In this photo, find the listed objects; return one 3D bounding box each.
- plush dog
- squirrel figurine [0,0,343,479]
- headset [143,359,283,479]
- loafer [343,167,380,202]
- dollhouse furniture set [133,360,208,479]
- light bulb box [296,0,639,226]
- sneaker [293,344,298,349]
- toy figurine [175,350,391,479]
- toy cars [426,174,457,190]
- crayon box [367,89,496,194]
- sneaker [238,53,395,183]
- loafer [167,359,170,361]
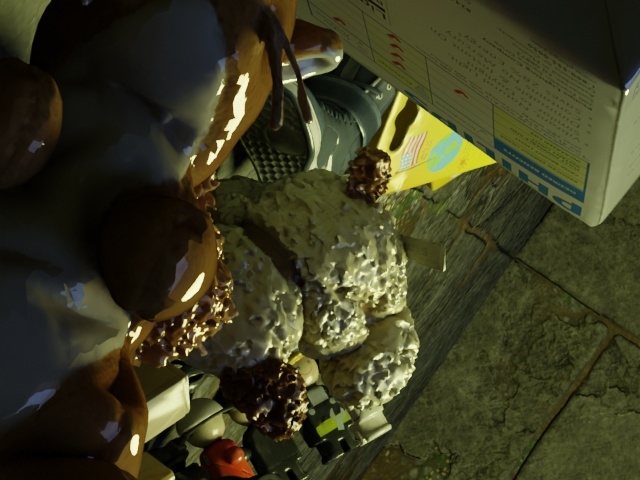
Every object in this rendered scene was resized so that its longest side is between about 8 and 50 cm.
[{"bbox_3d":[-0.043,0.035,1.497,0.225,0.262,0.211,-34,162,-36],"label":"plush dog"},{"bbox_3d":[-0.156,-0.025,1.068,0.370,0.281,0.397,-63,-177,-14],"label":"squirrel figurine"},{"bbox_3d":[-0.141,0.302,1.908,0.185,0.243,0.394,-19,123,-64],"label":"headset"},{"bbox_3d":[0.000,0.000,1.931,0.251,0.087,0.094,-59,166,18],"label":"loafer"},{"bbox_3d":[-0.199,0.220,1.517,0.161,0.212,0.242,-33,138,-34],"label":"dollhouse furniture set"},{"bbox_3d":[0.109,-0.227,1.149,0.225,0.358,0.361,-52,168,-5],"label":"light bulb box"},{"bbox_3d":[-0.020,0.063,2.036,0.081,0.080,0.211,-40,160,-54],"label":"sneaker"},{"bbox_3d":[-0.042,0.207,2.068,0.209,0.148,0.213,-33,172,21],"label":"toy figurine"},{"bbox_3d":[0.191,-0.196,2.007,0.176,0.087,0.394,-6,135,-39],"label":"toy cars"},{"bbox_3d":[0.155,-0.171,1.831,0.318,0.081,0.202,-17,138,-43],"label":"crayon box"},{"bbox_3d":[-0.002,-0.129,1.627,0.163,0.086,0.226,-59,161,-23],"label":"sneaker"},{"bbox_3d":[-0.109,0.055,1.750,0.096,0.084,0.267,-26,179,30],"label":"loafer"}]
